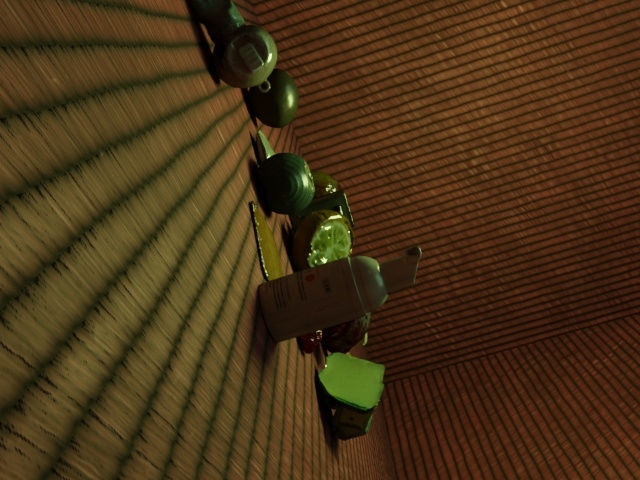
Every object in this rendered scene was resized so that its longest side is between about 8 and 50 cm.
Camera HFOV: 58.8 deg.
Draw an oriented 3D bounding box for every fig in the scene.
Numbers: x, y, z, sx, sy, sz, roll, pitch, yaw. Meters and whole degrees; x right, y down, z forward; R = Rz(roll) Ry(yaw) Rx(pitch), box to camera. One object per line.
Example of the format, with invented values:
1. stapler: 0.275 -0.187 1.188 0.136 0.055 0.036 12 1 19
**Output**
1. fig: -0.064 -0.251 2.544 0.321 0.217 0.217 38 23 -30

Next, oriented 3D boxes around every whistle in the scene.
1. whistle: -0.242 -0.553 1.529 0.347 0.189 0.189 57 10 -18

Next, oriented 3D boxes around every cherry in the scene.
1. cherry: 0.069 0.238 1.895 0.300 0.203 0.230 -29 100 -59

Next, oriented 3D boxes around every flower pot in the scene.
1. flower pot: -0.104 -0.175 1.738 0.243 0.157 0.189 -69 144 -79

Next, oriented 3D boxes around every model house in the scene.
1. model house: 0.079 0.482 1.699 0.214 0.195 0.189 -67 167 -60

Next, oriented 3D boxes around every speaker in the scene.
1. speaker: 0.005 -0.097 2.253 0.192 0.231 0.153 -65 138 -82

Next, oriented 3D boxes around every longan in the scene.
1. longan: -0.167 -0.508 2.023 0.198 0.198 0.212 56 33 -74

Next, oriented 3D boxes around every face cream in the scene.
1. face cream: 0.057 0.113 1.285 0.145 0.370 0.145 -17 90 -84

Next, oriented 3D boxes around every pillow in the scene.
1. pillow: -0.172 -0.271 1.926 0.229 0.051 0.128 66 11 -69

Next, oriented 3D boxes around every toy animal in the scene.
1. toy animal: 0.002 -0.003 2.127 0.251 0.125 0.127 28 70 -49

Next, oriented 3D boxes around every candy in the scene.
1. candy: 0.011 0.019 1.961 0.260 0.118 0.259 -22 119 -47

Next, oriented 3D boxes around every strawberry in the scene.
1. strawberry: -0.027 0.277 1.595 0.073 0.074 0.083 -76 162 -81

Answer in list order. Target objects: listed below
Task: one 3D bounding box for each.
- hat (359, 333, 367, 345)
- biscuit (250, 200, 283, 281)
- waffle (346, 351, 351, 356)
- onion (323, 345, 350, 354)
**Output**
1. hat: 0.108 0.344 2.439 0.219 0.226 0.164 79 30 -55
2. biscuit: -0.133 0.038 1.513 0.237 0.013 0.232 66 8 -60
3. waffle: 0.101 0.498 2.346 0.281 0.058 0.300 68 5 -51
4. onion: 0.062 0.354 2.054 0.131 0.131 0.131 -17 90 -85
